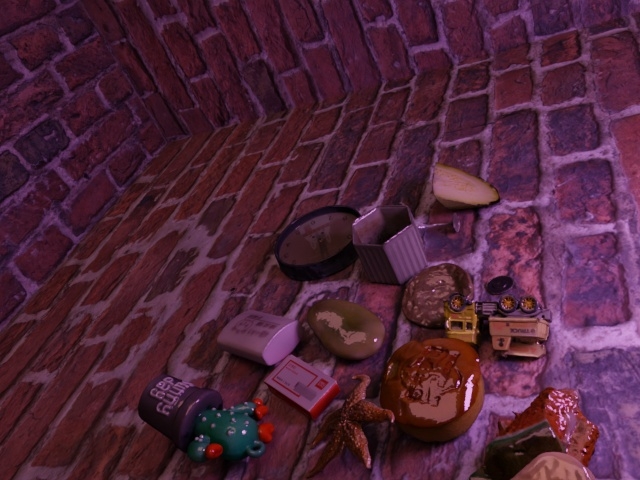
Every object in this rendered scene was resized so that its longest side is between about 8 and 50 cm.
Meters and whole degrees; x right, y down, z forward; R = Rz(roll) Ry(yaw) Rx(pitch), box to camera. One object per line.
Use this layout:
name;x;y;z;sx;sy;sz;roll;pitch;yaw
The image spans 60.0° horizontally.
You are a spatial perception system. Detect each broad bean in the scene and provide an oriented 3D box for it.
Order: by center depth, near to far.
broad bean;0.083;0.274;1.705;0.263;0.121;0.189;28;55;35

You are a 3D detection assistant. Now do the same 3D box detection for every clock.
clock;0.539;0.131;1.659;0.083;0.010;0.074;-26;32;1
clock;0.000;0.000;2.161;0.386;0.076;0.386;-19;33;13

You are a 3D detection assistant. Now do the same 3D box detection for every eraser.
eraser;-0.200;0.314;1.817;0.270;0.094;0.174;4;37;48

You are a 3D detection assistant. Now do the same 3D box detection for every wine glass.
wine glass;0.360;-0.045;1.985;0.262;0.074;0.074;-9;37;28

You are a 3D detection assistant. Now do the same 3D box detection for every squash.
squash;0.526;-0.199;2.007;0.155;0.204;0.236;-33;24;36

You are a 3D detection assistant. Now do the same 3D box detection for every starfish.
starfish;0.068;0.462;1.363;0.299;0.060;0.302;-58;17;-20

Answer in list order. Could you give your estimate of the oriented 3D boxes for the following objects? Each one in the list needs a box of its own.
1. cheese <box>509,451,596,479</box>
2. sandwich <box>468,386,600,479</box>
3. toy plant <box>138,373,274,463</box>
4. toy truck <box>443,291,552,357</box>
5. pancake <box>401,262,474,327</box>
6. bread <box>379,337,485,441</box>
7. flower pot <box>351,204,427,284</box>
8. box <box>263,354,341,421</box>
cheese;0.350;0.595;0.981;0.384;0.104;0.383;-20;53;29
sandwich;0.471;0.427;1.153;0.251;0.162;0.301;9;49;37
toy plant;-0.323;0.518;1.556;0.400;0.279;0.185;17;87;24
toy truck;0.466;0.228;1.470;0.272;0.124;0.157;-2;72;28
pancake;0.358;0.174;1.696;0.242;0.050;0.241;-23;37;18
bread;0.280;0.366;1.382;0.270;0.148;0.269;-20;36;15
flower pot;0.234;0.013;1.877;0.209;0.189;0.239;-19;32;13
box;-0.057;0.426;1.626;0.123;0.050;0.229;-42;35;-24
